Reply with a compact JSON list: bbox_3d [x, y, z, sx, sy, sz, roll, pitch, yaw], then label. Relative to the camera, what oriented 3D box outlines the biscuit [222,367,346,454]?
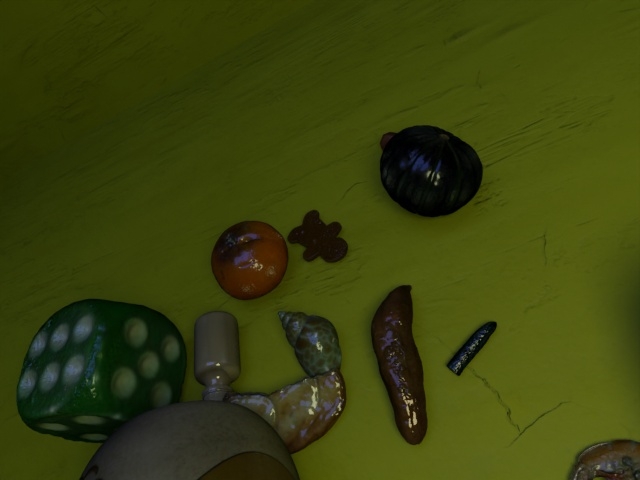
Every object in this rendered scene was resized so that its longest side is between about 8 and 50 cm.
[{"bbox_3d":[-0.081,0.381,1.032,0.299,0.045,0.154,-16,71,11],"label":"biscuit"}]

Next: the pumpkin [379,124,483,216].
[{"bbox_3d":[0.261,-0.165,1.159,0.250,0.216,0.249,2,56,-4],"label":"pumpkin"}]

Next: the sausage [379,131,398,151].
[{"bbox_3d":[0.247,-0.260,1.328,0.169,0.065,0.065,25,72,41],"label":"sausage"}]

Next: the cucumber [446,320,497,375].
[{"bbox_3d":[0.304,0.209,0.950,0.133,0.032,0.032,-48,45,-6],"label":"cucumber"}]

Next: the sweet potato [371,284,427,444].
[{"bbox_3d":[0.156,0.230,0.984,0.095,0.106,0.354,-47,31,45],"label":"sweet potato"}]

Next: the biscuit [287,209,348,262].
[{"bbox_3d":[0.000,0.000,1.307,0.138,0.031,0.205,-49,45,-8],"label":"biscuit"}]

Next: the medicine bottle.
[{"bbox_3d":[-0.254,0.303,1.180,0.114,0.114,0.252,-26,46,13],"label":"medicine bottle"}]

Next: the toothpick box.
[{"bbox_3d":[-0.203,0.526,0.781,0.409,0.409,0.425,-29,44,11],"label":"toothpick box"}]

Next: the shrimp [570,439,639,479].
[{"bbox_3d":[0.447,0.383,0.721,0.187,0.051,0.132,-40,26,-7],"label":"shrimp"}]

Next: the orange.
[{"bbox_3d":[-0.193,0.049,1.297,0.224,0.170,0.224,-19,49,23],"label":"orange"}]

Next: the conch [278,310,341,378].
[{"bbox_3d":[-0.015,0.233,1.092,0.116,0.106,0.172,-31,57,35],"label":"conch"}]

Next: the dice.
[{"bbox_3d":[-0.545,0.336,1.214,0.297,0.300,0.286,-16,52,22],"label":"dice"}]
